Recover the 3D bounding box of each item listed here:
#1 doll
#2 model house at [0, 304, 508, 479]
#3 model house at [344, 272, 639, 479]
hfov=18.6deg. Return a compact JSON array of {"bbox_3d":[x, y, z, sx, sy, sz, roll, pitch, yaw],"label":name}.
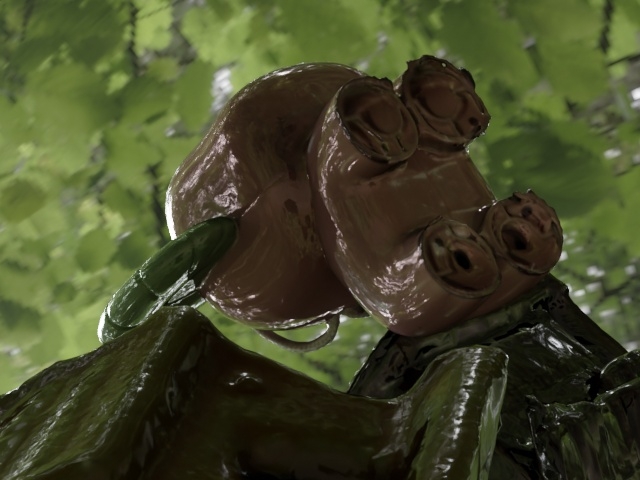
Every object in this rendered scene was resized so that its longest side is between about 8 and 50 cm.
[{"bbox_3d":[0.000,0.000,1.327,0.284,0.268,0.216,-17,-108,-42],"label":"doll"},{"bbox_3d":[-0.073,0.139,0.686,0.239,0.268,0.173,16,-63,7],"label":"model house"},{"bbox_3d":[0.147,0.217,1.373,0.282,0.297,0.317,34,-156,25],"label":"model house"}]
